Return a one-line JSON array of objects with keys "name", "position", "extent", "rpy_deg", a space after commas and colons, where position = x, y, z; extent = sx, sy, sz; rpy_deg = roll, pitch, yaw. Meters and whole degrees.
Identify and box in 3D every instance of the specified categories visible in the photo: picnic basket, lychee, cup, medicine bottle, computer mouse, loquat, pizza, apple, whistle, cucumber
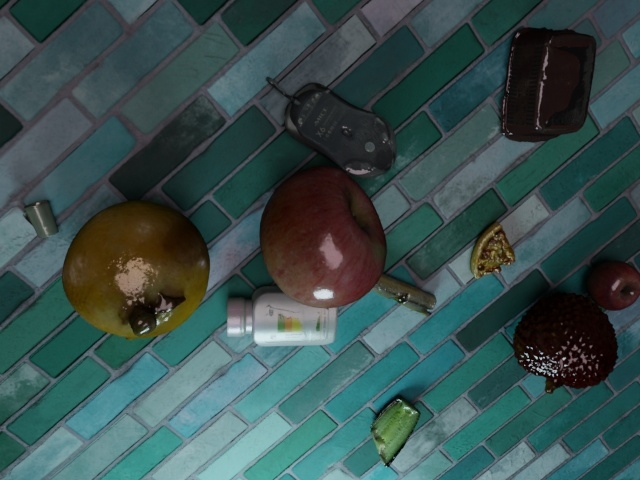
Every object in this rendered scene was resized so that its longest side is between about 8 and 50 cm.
[{"name": "picnic basket", "position": [0.600, -0.397, 1.289], "extent": [0.223, 0.129, 0.296], "rpy_deg": [-3, 108, -10]}, {"name": "lychee", "position": [0.704, 0.297, 1.444], "extent": [0.276, 0.276, 0.304], "rpy_deg": [28, 79, -16]}, {"name": "cup", "position": [-0.690, -0.050, 1.221], "extent": [0.075, 0.054, 0.083], "rpy_deg": [-14, 110, -6]}, {"name": "medicine bottle", "position": [-0.105, 0.206, 1.363], "extent": [0.297, 0.111, 0.160], "rpy_deg": [2, 106, -9]}, {"name": "computer mouse", "position": [0.022, -0.291, 1.253], "extent": [0.379, 0.090, 0.167], "rpy_deg": [36, 85, -3]}, {"name": "loquat", "position": [-0.416, 0.086, 1.158], "extent": [0.329, 0.359, 0.328], "rpy_deg": [-12, 130, -14]}, {"name": "pizza", "position": [0.506, 0.033, 1.444], "extent": [0.134, 0.046, 0.174], "rpy_deg": [8, 105, -11]}, {"name": "apple", "position": [0.000, 0.000, 1.225], "extent": [0.270, 0.344, 0.344], "rpy_deg": [-32, 111, 28]}, {"name": "whistle", "position": [0.184, 0.126, 1.414], "extent": [0.327, 0.057, 0.067], "rpy_deg": [26, 60, -16]}, {"name": "cucumber", "position": [0.228, 0.584, 1.545], "extent": [0.192, 0.115, 0.086], "rpy_deg": [-56, 150, 4]}, {"name": "apple", "position": [0.878, 0.134, 1.497], "extent": [0.154, 0.120, 0.153], "rpy_deg": [-4, 107, -14]}]
